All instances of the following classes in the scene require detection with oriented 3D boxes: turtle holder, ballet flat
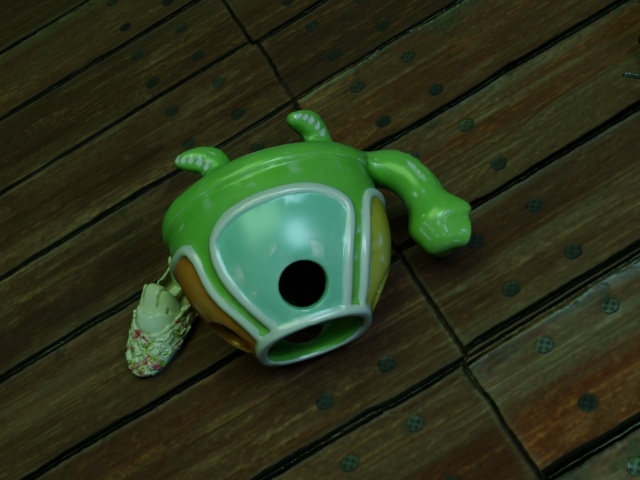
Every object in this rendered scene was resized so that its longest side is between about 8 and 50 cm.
[{"bbox_3d":[-0.012,0.011,1.162,0.320,0.243,0.228,-6,61,-30],"label":"turtle holder"},{"bbox_3d":[-0.183,0.057,1.274,0.091,0.077,0.241,17,65,31],"label":"ballet flat"}]

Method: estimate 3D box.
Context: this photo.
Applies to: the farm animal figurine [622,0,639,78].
[{"bbox_3d":[0.547,-0.291,1.122,0.326,0.330,0.172,-3,47,-14],"label":"farm animal figurine"}]
